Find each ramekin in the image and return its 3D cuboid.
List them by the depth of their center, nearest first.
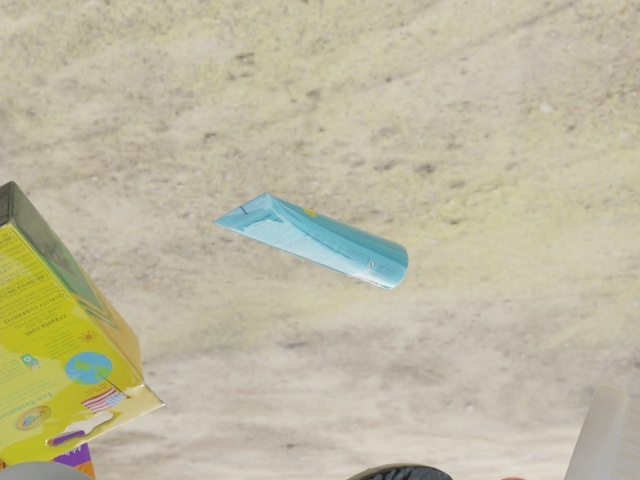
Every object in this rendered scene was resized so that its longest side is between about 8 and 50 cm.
[{"bbox_3d":[0.227,0.219,0.608,0.109,0.207,0.207,17,167,23],"label":"ramekin"}]

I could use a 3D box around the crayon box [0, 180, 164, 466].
[{"bbox_3d":[-0.333,0.109,0.910,0.202,0.081,0.318,-25,130,1],"label":"crayon box"}]

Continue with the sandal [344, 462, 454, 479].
[{"bbox_3d":[-0.012,0.339,0.710,0.446,0.167,0.107,-22,-169,-36],"label":"sandal"}]

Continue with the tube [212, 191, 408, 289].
[{"bbox_3d":[0.000,0.000,0.831,0.207,0.052,0.080,21,142,-39],"label":"tube"}]

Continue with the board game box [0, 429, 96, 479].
[{"bbox_3d":[-0.523,0.491,1.105,0.356,0.356,0.356,-17,173,22],"label":"board game box"}]

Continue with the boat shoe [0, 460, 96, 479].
[{"bbox_3d":[-0.228,0.290,0.863,0.228,0.080,0.076,16,137,-18],"label":"boat shoe"}]

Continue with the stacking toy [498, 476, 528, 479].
[{"bbox_3d":[0.194,0.425,1.215,0.141,0.141,0.330,13,140,-36],"label":"stacking toy"}]
